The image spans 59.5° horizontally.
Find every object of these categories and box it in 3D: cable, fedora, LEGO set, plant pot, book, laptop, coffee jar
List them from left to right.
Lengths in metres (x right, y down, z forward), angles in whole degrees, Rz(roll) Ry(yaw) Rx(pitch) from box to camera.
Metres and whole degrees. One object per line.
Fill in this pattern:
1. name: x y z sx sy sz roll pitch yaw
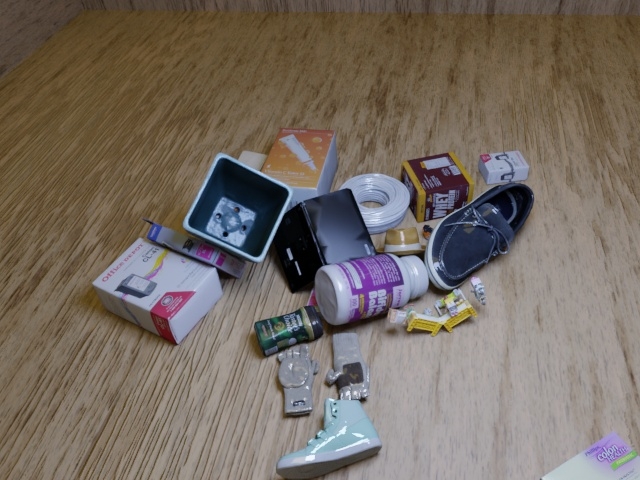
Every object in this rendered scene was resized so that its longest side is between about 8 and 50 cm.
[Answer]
1. plant pot: -0.260 -0.075 1.708 0.247 0.252 0.247 26 75 -10
2. coffee jar: -0.087 0.249 1.568 0.184 0.079 0.096 -17 50 -12
3. laptop: 0.000 0.000 1.706 0.136 0.264 0.234 -4 67 -48
4. book: 0.016 0.169 1.676 0.096 0.035 0.144 6 45 16
5. cable: 0.175 -0.127 1.926 0.257 0.089 0.257 15 47 19
6. fedora: 0.252 -0.001 1.731 0.194 0.079 0.194 -4 5 0
7. LEGO set: 0.318 0.184 1.572 0.286 0.132 0.107 -16 36 -2

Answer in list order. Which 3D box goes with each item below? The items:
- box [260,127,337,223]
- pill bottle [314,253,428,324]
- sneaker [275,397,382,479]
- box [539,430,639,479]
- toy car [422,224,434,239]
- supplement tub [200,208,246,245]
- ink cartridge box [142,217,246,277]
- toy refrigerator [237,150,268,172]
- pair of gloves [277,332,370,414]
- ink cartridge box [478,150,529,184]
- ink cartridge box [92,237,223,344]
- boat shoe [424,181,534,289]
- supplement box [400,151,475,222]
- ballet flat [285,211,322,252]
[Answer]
1. box: -0.075 -0.236 2.005 0.214 0.168 0.345 5 45 11
2. pill bottle: 0.149 0.129 1.589 0.301 0.169 0.169 -11 43 -23
3. sneaker: 0.002 0.462 1.327 0.255 0.094 0.151 -10 49 -19
4. box: 0.606 0.563 1.148 0.213 0.117 0.243 -23 47 -17
5. toy car: 0.352 0.003 1.805 0.060 0.041 0.122 17 42 -7
6. supplement tub: -0.320 -0.059 1.883 0.190 0.117 0.117 -23 47 -18
7. ink cartridge box: -0.406 0.026 1.758 0.311 0.186 0.065 21 81 24
8. toy refrigerator: -0.279 -0.208 2.054 0.102 0.094 0.270 11 47 8
9. pair of gloves: 0.009 0.353 1.480 0.240 0.042 0.204 -12 48 -4
10. ink cartridge box: 0.666 -0.267 2.037 0.150 0.063 0.109 -8 44 -2
11. ink cartridge box: -0.485 0.145 1.681 0.306 0.131 0.226 20 50 22
12. boat shoe: 0.491 -0.032 1.711 0.500 0.156 0.187 -38 96 -32
13. supplement box: 0.398 -0.186 1.933 0.194 0.129 0.191 -12 45 -6
14. ballet flat: -0.033 0.008 1.785 0.408 0.147 0.147 23 51 27
